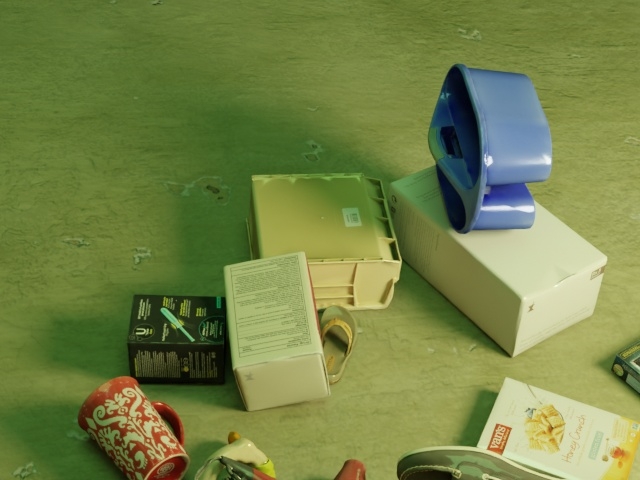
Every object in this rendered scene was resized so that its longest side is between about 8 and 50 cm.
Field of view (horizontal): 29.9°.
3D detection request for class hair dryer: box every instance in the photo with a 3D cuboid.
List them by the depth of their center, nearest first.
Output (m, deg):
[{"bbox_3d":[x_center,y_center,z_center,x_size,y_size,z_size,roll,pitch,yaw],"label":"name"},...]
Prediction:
[{"bbox_3d":[-0.026,0.388,1.767,0.293,0.080,0.223,-9,66,-46],"label":"hair dryer"}]

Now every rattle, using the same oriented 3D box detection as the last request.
[{"bbox_3d":[-0.177,0.381,1.830,0.199,0.130,0.143,-47,47,-12],"label":"rattle"}]

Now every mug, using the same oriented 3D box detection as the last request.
[{"bbox_3d":[-0.273,0.302,1.880,0.150,0.113,0.169,-27,53,-29],"label":"mug"}]

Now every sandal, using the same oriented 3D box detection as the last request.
[{"bbox_3d":[0.025,0.175,2.098,0.072,0.049,0.180,10,41,6],"label":"sandal"}]

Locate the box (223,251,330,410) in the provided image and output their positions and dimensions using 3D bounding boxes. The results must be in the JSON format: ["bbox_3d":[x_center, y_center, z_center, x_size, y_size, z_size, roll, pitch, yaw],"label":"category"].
[{"bbox_3d":[-0.075,0.152,2.029,0.149,0.127,0.232,-10,46,1],"label":"box"}]

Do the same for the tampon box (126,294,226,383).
[{"bbox_3d":[-0.242,0.168,2.040,0.161,0.101,0.120,1,40,-2],"label":"tampon box"}]

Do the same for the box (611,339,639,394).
[{"bbox_3d":[0.652,0.216,2.110,0.233,0.044,0.159,-24,48,-29],"label":"box"}]

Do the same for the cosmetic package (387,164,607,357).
[{"bbox_3d":[0.316,0.016,2.232,0.217,0.156,0.385,-22,48,-27],"label":"cosmetic package"}]

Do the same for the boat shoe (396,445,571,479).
[{"bbox_3d":[0.274,0.391,1.779,0.335,0.112,0.095,13,36,4],"label":"boat shoe"}]

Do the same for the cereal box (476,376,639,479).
[{"bbox_3d":[0.389,0.329,1.953,0.240,0.047,0.173,18,42,15],"label":"cereal box"}]

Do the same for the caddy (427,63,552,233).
[{"bbox_3d":[0.281,-0.164,2.138,0.179,0.241,0.341,2,41,-9],"label":"caddy"}]

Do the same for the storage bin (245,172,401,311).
[{"bbox_3d":[0.000,0.000,2.243,0.260,0.123,0.262,-1,41,-7],"label":"storage bin"}]
